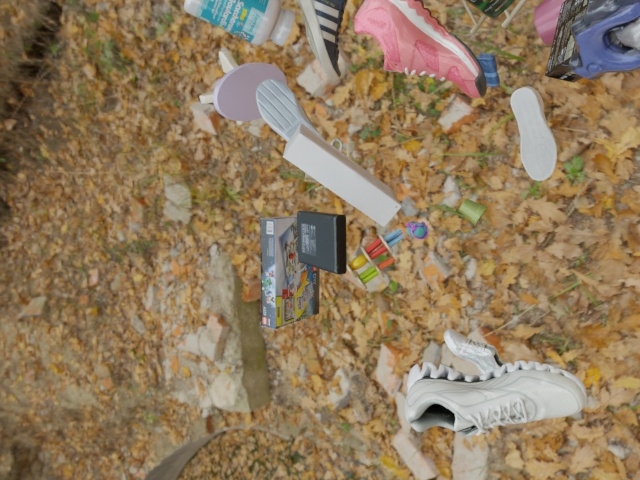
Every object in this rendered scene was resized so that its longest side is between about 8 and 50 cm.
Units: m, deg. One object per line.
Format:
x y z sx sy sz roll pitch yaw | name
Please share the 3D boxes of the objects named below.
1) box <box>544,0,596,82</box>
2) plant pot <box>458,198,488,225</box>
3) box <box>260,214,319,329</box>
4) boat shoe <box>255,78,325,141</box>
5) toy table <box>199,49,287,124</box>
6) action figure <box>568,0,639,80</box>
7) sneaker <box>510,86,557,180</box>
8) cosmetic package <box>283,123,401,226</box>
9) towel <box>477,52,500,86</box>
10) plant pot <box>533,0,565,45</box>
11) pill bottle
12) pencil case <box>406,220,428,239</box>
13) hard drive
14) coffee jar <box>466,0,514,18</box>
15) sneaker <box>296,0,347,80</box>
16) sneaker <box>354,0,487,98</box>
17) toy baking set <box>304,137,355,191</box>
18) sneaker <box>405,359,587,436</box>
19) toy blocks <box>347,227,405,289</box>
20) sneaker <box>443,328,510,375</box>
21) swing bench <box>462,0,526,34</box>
0.595 -0.470 1.123 0.077 0.147 0.180 13 91 -1 | box
0.535 -0.108 1.760 0.079 0.083 0.083 35 117 17 | plant pot
-0.064 0.063 1.098 0.044 0.159 0.233 5 98 35 | box
-0.076 -0.313 1.368 0.109 0.094 0.302 -35 73 3 | boat shoe
-0.266 -0.507 1.678 0.160 0.274 0.252 24 123 46 | toy table
0.327 -0.268 0.346 0.330 0.179 0.341 48 161 -21 | action figure
0.685 -0.347 1.580 0.108 0.169 0.293 -10 105 31 | sneaker
0.041 -0.126 0.965 0.060 0.239 0.099 -52 14 16 | cosmetic package
0.576 -0.582 1.708 0.029 0.119 0.067 -44 42 -15 | towel
0.775 -0.703 1.539 0.180 0.201 0.202 -15 81 45 | plant pot
-0.201 -0.599 1.273 0.146 0.263 0.146 -50 30 43 | pill bottle
0.368 -0.041 1.902 0.070 0.152 0.065 34 93 -1 | pencil case
0.000 0.000 0.836 0.135 0.022 0.094 13 106 61 | hard drive
0.357 -0.589 1.137 0.096 0.184 0.079 -37 47 53 | coffee jar
0.027 -0.617 1.371 0.148 0.350 0.131 -24 41 0 | sneaker
0.199 -0.380 1.011 0.313 0.116 0.136 40 110 -10 | sneaker
0.043 -0.327 2.141 0.030 0.256 0.197 -104 -3 -78 | toy baking set
0.278 0.271 0.820 0.291 0.118 0.110 -10 110 27 | sneaker
0.138 0.039 1.147 0.148 0.123 0.054 -35 53 7 | toy blocks
0.318 0.223 0.999 0.152 0.053 0.061 40 129 19 | sneaker
0.626 -0.843 1.671 0.254 0.165 0.253 -35 18 2 | swing bench
